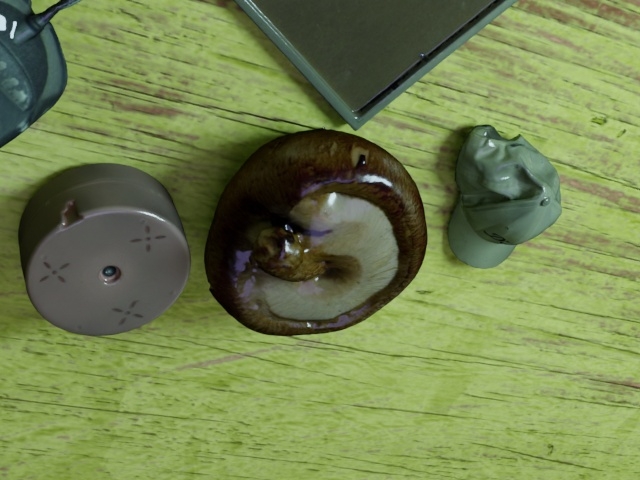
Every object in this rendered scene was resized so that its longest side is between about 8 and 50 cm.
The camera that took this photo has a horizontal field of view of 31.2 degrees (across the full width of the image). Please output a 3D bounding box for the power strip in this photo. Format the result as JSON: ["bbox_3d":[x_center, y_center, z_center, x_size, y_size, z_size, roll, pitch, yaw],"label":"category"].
[{"bbox_3d":[-0.197,0.011,1.050,0.154,0.078,0.154,-12,130,-14],"label":"power strip"}]

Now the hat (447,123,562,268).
[{"bbox_3d":[0.181,-0.031,1.157,0.122,0.081,0.166,4,135,-19],"label":"hat"}]

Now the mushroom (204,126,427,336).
[{"bbox_3d":[-0.005,-0.012,1.075,0.194,0.138,0.231,9,135,-41],"label":"mushroom"}]

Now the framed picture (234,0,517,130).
[{"bbox_3d":[0.081,-0.248,0.983,0.289,0.020,0.211,-38,129,12],"label":"framed picture"}]

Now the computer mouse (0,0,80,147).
[{"bbox_3d":[-0.313,-0.120,0.906,0.379,0.090,0.167,-33,136,-1],"label":"computer mouse"}]
